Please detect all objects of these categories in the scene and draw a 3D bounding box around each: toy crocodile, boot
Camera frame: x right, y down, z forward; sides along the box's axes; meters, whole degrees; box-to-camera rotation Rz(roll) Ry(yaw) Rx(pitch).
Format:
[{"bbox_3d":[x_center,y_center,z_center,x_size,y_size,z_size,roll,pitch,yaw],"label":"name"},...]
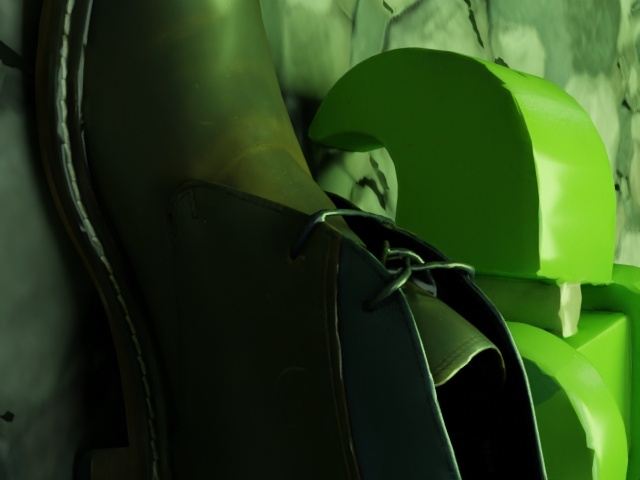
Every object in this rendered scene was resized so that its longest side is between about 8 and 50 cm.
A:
[{"bbox_3d":[0.053,0.114,0.546,0.115,0.105,0.341,-21,110,-59],"label":"toy crocodile"},{"bbox_3d":[0.000,0.000,0.438,0.082,0.106,0.219,-8,95,-61],"label":"boot"}]
